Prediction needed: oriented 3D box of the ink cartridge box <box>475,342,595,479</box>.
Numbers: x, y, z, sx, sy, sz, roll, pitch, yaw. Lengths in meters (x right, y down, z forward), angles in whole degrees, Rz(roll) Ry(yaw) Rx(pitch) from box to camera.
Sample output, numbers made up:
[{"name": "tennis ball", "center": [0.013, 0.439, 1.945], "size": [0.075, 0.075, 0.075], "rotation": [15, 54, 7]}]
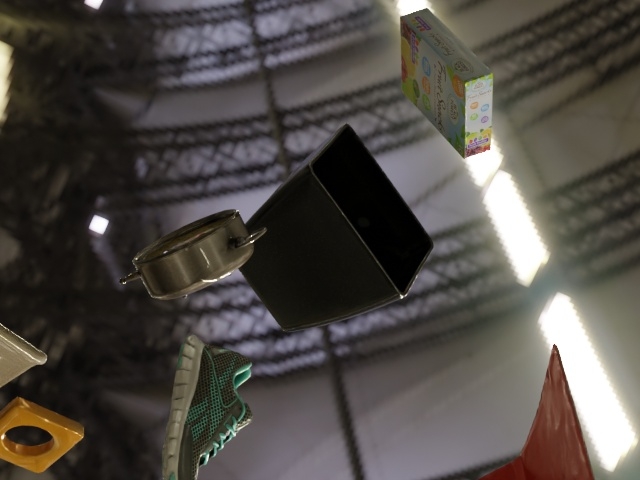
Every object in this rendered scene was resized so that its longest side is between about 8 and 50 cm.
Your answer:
[{"name": "ink cartridge box", "center": [0.103, 0.303, 1.132], "size": [0.385, 0.091, 0.308], "rotation": [102, -14, -45]}]

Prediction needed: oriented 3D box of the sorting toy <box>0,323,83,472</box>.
[{"name": "sorting toy", "center": [-0.323, 0.073, 1.232], "size": [0.196, 0.348, 0.047], "rotation": [-29, -139, 25]}]

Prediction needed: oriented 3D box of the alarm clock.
[{"name": "alarm clock", "center": [-0.125, 0.015, 1.873], "size": [0.192, 0.064, 0.129], "rotation": [-18, -168, 47]}]

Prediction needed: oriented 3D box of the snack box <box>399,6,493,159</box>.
[{"name": "snack box", "center": [0.130, -0.165, 1.780], "size": [0.141, 0.037, 0.100], "rotation": [53, -24, 44]}]

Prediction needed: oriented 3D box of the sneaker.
[{"name": "sneaker", "center": [-0.100, 0.164, 1.542], "size": [0.065, 0.076, 0.166], "rotation": [104, -6, -61]}]

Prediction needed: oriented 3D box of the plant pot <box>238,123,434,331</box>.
[{"name": "plant pot", "center": [0.000, 0.000, 2.033], "size": [0.167, 0.188, 0.187], "rotation": [-32, -171, 23]}]
